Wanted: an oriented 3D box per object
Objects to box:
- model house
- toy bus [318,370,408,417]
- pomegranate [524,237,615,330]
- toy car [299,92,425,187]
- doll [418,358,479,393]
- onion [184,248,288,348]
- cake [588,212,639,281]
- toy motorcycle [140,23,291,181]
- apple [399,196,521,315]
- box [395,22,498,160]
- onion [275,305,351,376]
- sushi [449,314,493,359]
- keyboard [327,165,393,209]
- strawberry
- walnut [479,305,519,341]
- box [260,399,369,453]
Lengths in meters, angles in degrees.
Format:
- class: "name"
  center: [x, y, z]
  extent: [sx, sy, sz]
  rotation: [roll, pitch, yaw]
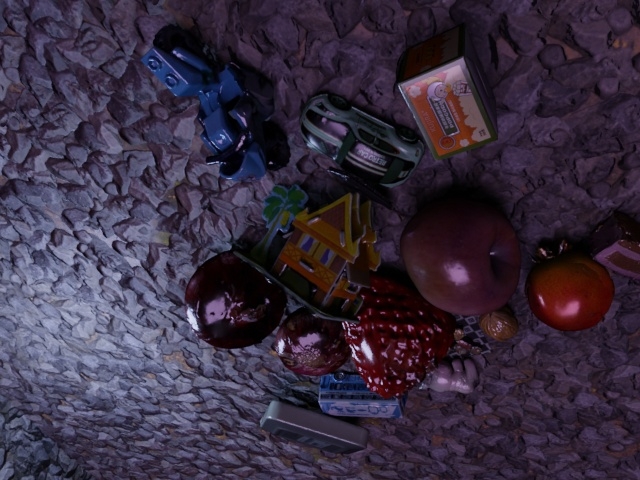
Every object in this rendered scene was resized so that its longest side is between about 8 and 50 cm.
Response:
- class: "model house"
  center: [0.000, 0.000, 1.519]
  extent: [0.358, 0.312, 0.242]
  rotation: [33, -176, 32]
- class: "toy bus"
  center: [0.144, 0.529, 1.987]
  extent: [0.297, 0.131, 0.106]
  rotation: [-4, 131, 18]
- class: "pomegranate"
  center: [0.620, 0.115, 1.462]
  extent: [0.210, 0.210, 0.235]
  rotation: [-22, 89, 30]
- class: "toy car"
  center: [0.090, -0.221, 1.354]
  extent: [0.306, 0.125, 0.136]
  rotation: [24, 132, -9]
- class: "doll"
  center: [0.414, 0.442, 1.868]
  extent: [0.192, 0.095, 0.149]
  rotation: [4, 137, 10]
- class: "onion"
  center: [-0.241, 0.183, 1.683]
  extent: [0.314, 0.232, 0.313]
  rotation: [-8, 115, -17]
- class: "cake"
  center: [0.787, 0.029, 1.434]
  extent: [0.295, 0.112, 0.116]
  rotation: [23, 135, -24]
- class: "toy motorcycle"
  center: [-0.224, -0.289, 1.301]
  extent: [0.172, 0.232, 0.416]
  rotation: [-25, 120, 34]
- class: "apple"
  center: [0.340, 0.039, 1.417]
  extent: [0.235, 0.305, 0.305]
  rotation: [-4, 134, 49]
- class: "box"
  center: [0.264, -0.304, 1.199]
  extent: [0.148, 0.177, 0.195]
  rotation: [-17, 124, 27]
- class: "onion"
  center: [-0.020, 0.305, 1.799]
  extent: [0.247, 0.190, 0.246]
  rotation: [-6, 130, -7]
- class: "sushi"
  center: [0.433, 0.306, 1.786]
  extent: [0.139, 0.031, 0.201]
  rotation: [-18, 124, 27]
- class: "keyboard"
  center: [0.101, -0.128, 1.410]
  extent: [0.072, 0.023, 0.231]
  rotation: [29, -178, 37]
- class: "strawberry"
  center: [0.192, 0.246, 1.652]
  extent: [0.317, 0.295, 0.345]
  rotation: [-43, 84, 2]
- class: "walnut"
  center: [0.514, 0.236, 1.663]
  extent: [0.124, 0.105, 0.105]
  rotation: [32, 132, -33]
- class: "box"
  center: [-0.034, 0.699, 2.132]
  extent: [0.373, 0.090, 0.367]
  rotation: [17, 154, -2]
